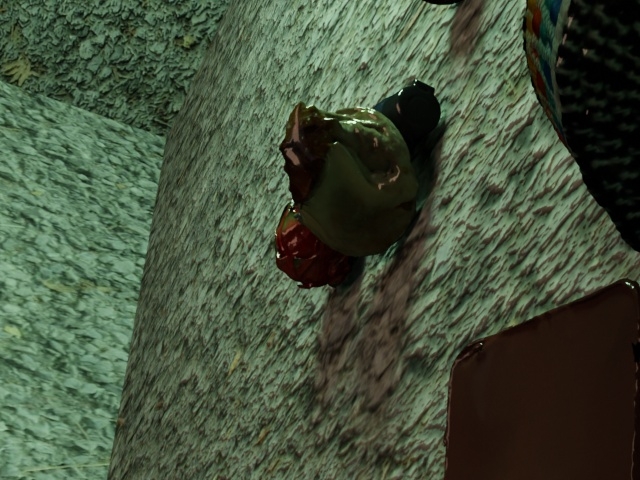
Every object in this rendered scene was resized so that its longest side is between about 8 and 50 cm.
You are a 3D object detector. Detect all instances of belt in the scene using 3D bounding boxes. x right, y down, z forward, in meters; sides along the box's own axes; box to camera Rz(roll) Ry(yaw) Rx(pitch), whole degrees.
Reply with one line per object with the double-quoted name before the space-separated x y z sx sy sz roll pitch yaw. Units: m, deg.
"belt" 0.233 -0.083 0.612 0.207 0.257 0.150 -41 17 19

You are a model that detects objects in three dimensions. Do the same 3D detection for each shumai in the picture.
"shumai" 0.017 -0.072 1.374 0.201 0.120 0.201 11 107 41

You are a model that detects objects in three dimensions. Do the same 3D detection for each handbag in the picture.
"handbag" 0.176 0.182 0.812 0.260 0.084 0.275 -34 41 60

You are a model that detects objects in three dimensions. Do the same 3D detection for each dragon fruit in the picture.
"dragon fruit" -0.003 -0.003 1.524 0.130 0.121 0.142 -31 48 11

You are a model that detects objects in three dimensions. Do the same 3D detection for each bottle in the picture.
"bottle" 0.076 -0.130 1.468 0.244 0.072 0.082 -35 32 64

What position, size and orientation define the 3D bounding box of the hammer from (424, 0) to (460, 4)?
"hammer" 0.223 -0.452 1.319 0.409 0.095 0.242 -24 50 66
